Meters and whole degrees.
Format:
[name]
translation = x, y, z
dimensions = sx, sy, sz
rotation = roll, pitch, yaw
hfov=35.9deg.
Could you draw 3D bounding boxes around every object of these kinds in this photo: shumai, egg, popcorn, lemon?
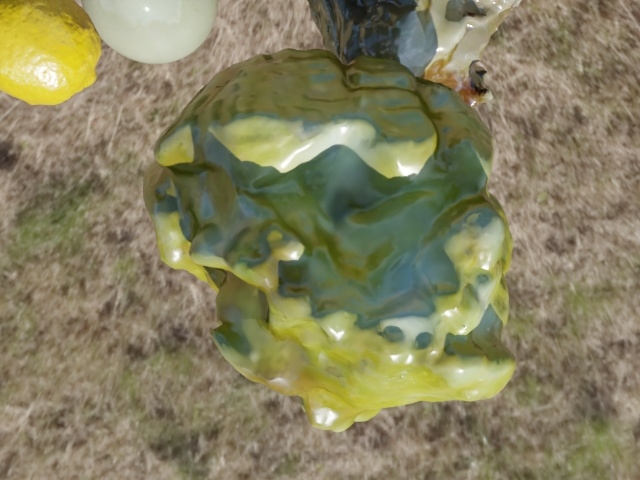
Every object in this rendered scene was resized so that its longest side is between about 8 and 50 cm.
[shumai]
translation = 0.072, -0.247, 0.987
dimensions = 0.313, 0.267, 0.263
rotation = 21, 119, 6
[egg]
translation = -0.245, -0.352, 1.398
dimensions = 0.188, 0.253, 0.189
rotation = -1, 83, 8
[popcorn]
translation = 0.012, -0.005, 0.863
dimensions = 0.293, 0.292, 0.334
rotation = -22, 90, 2
[lemon]
translation = -0.282, -0.196, 0.947
dimensions = 0.155, 0.114, 0.114
rotation = 35, 113, -27
